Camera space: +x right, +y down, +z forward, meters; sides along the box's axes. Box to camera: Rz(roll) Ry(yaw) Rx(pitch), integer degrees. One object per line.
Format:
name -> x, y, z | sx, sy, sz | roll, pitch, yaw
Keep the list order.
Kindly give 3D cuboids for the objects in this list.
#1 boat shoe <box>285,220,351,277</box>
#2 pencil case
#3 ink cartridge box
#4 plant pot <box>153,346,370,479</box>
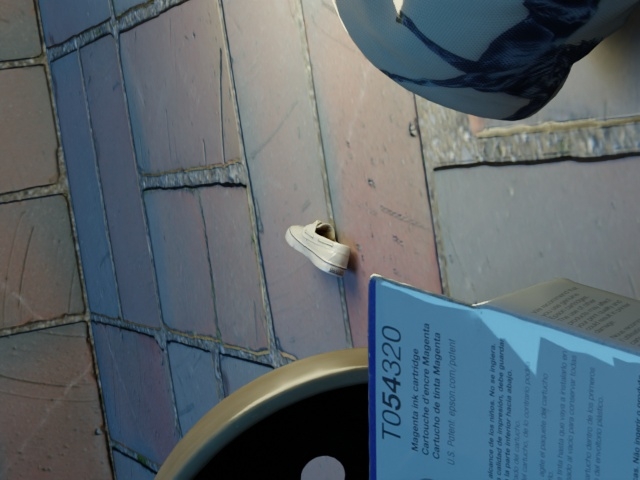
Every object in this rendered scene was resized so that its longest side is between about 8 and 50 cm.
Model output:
boat shoe -> 0.000, 0.000, 1.255 | 0.035, 0.035, 0.100 | -66, 27, 9
pencil case -> 0.131, -0.215, 0.682 | 0.410, 0.160, 0.183 | 128, 138, -60
ink cartridge box -> 0.171, 0.192, 0.735 | 0.330, 0.071, 0.324 | 18, 119, 40
plant pot -> 0.020, 0.212, 0.999 | 0.280, 0.323, 0.323 | -132, 35, -78
